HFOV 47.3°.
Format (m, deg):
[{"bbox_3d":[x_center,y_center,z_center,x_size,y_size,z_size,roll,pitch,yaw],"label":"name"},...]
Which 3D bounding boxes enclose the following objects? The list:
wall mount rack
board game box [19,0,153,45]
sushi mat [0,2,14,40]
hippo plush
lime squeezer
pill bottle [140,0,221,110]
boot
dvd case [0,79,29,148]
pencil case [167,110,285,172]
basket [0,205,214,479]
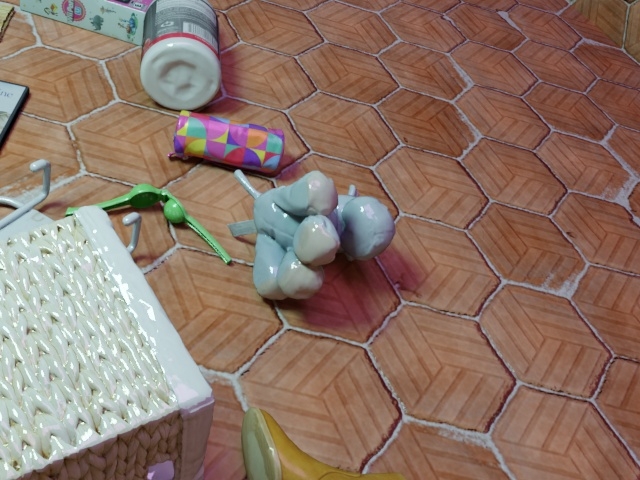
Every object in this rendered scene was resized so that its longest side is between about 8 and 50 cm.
[{"bbox_3d":[-0.467,0.008,1.175,0.350,0.130,0.304,29,41,10],"label":"wall mount rack"},{"bbox_3d":[-0.551,-0.616,1.808,0.303,0.097,0.224,15,43,-4],"label":"board game box"},{"bbox_3d":[-0.871,-0.524,1.650,0.316,0.019,0.151,9,45,-11],"label":"sushi mat"},{"bbox_3d":[0.000,0.000,1.352,0.236,0.234,0.294,8,-1,-38],"label":"hippo plush"},{"bbox_3d":[-0.300,-0.049,1.356,0.310,0.059,0.110,17,43,-4],"label":"lime squeezer"},{"bbox_3d":[-0.318,-0.458,1.673,0.176,0.176,0.318,5,45,-15],"label":"pill bottle"},{"bbox_3d":[0.024,0.356,1.047,0.211,0.104,0.295,-7,54,-33],"label":"boot"},{"bbox_3d":[-0.698,-0.246,1.432,0.180,0.022,0.253,11,44,-10],"label":"dvd case"},{"bbox_3d":[-0.193,-0.203,1.524,0.236,0.104,0.104,8,44,-10],"label":"pencil case"},{"bbox_3d":[-0.326,0.201,0.904,0.266,0.328,0.331,-21,57,-31],"label":"basket"}]
